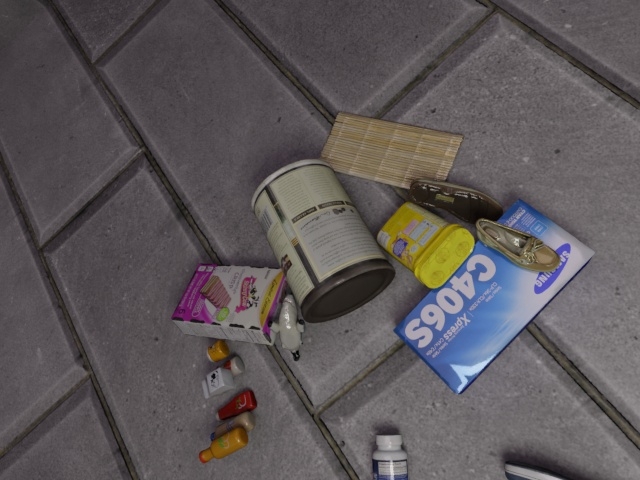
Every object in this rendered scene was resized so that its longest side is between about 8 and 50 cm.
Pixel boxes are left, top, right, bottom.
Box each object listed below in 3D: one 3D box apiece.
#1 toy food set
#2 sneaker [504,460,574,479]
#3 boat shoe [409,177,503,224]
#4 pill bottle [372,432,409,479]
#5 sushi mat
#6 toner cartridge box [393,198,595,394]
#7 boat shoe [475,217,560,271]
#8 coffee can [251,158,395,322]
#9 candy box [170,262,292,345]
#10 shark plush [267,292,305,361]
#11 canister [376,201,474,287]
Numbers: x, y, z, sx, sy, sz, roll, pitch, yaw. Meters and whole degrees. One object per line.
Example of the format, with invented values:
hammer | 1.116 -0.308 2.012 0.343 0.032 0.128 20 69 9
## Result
toy food set | -0.212 0.341 1.017 0.104 0.111 0.232 -31 58 12
sneaker | 0.390 0.461 0.751 0.226 0.086 0.164 16 78 24
boat shoe | 0.276 -0.090 0.972 0.189 0.072 0.068 21 120 4
pill bottle | 0.129 0.421 0.879 0.067 0.067 0.120 -8 71 20
sushi mat | 0.149 -0.203 1.090 0.316 0.019 0.152 18 83 25
toner cartridge box | 0.317 0.105 0.896 0.348 0.075 0.165 -48 64 2
boat shoe | 0.346 0.006 0.845 0.153 0.048 0.056 35 89 27
coffee can | 0.000 0.000 0.985 0.201 0.201 0.275 -33 65 10
candy box | -0.193 0.136 1.064 0.233 0.071 0.159 2 51 22
shark plush | -0.051 0.189 0.988 0.073 0.161 0.067 -14 33 11
canister | 0.198 0.002 0.939 0.126 0.073 0.170 -49 33 2
